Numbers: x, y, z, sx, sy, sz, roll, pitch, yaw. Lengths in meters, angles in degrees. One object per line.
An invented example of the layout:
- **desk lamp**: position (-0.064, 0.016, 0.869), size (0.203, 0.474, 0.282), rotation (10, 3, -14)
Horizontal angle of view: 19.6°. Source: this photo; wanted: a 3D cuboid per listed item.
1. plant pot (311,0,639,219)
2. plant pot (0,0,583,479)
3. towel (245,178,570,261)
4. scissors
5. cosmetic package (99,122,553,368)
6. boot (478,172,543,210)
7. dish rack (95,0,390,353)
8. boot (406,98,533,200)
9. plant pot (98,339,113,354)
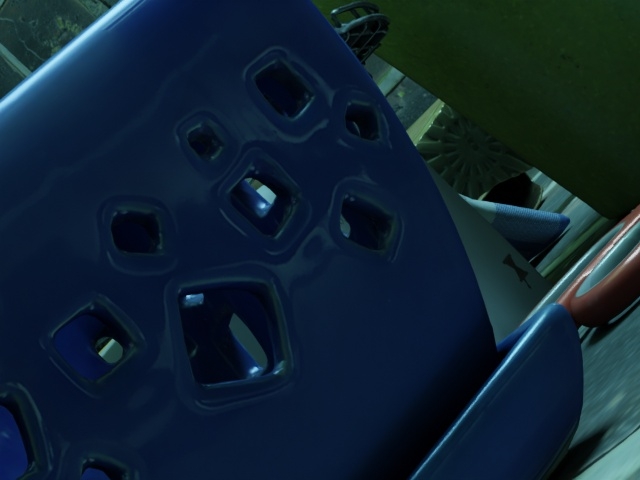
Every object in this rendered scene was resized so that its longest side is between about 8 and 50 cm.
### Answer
- **plant pot**: position (0.136, -0.160, 1.044), size (0.276, 0.254, 0.276), rotation (-47, -1, -1)
- **plant pot**: position (-0.061, 0.073, 0.648), size (0.236, 0.212, 0.236), rotation (-46, 0, -33)
- **towel**: position (0.000, 0.000, 1.288), size (0.209, 0.285, 0.034), rotation (134, 141, -56)
- **scissors**: position (0.183, -0.044, 0.865), size (0.297, 0.021, 0.109), rotation (-47, 0, -31)
- **cosmetic package**: position (-0.071, 0.130, 0.988), size (0.385, 0.156, 0.217), rotation (-48, -3, 29)
- **boot**: position (0.093, 0.008, 1.590), size (0.115, 0.112, 0.305), rotation (-33, 6, 39)
- **dish rack**: position (-0.080, -0.026, 0.908), size (0.271, 0.074, 0.208), rotation (-46, -1, 13)
- **boot**: position (0.065, -0.071, 1.504), size (0.236, 0.089, 0.269), rotation (-39, 13, -14)
- **plant pot**: position (-0.029, 0.075, 1.206), size (0.188, 0.205, 0.205), rotation (-30, 5, 20)
